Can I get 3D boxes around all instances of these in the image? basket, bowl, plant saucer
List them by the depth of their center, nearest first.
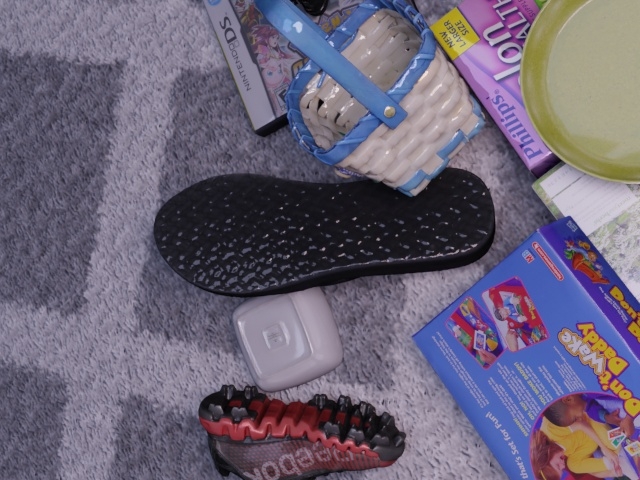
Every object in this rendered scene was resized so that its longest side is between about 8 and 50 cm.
[{"bbox_3d":[0.332,-0.177,0.839,0.240,0.037,0.241,-1,87,21],"label":"plant saucer"},{"bbox_3d":[0.034,-0.195,0.928,0.201,0.289,0.255,-43,29,12],"label":"basket"},{"bbox_3d":[-0.051,0.129,1.095,0.142,0.053,0.142,-25,79,18],"label":"bowl"}]

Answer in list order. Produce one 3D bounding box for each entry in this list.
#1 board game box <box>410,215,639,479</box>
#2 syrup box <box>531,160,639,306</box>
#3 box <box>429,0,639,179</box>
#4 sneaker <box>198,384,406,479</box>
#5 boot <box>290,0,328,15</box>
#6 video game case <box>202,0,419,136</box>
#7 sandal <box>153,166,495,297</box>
[{"bbox_3d":[0.286,0.182,0.891,0.347,0.078,0.233,56,133,15],"label":"board game box"},{"bbox_3d":[0.353,0.004,0.914,0.093,0.096,0.237,-39,75,18],"label":"syrup box"},{"bbox_3d":[0.292,-0.229,0.940,0.243,0.117,0.214,-36,75,17],"label":"box"},{"bbox_3d":[-0.026,0.274,1.056,0.275,0.097,0.135,4,105,12],"label":"sneaker"},{"bbox_3d":[-0.014,-0.357,1.043,0.045,0.099,0.121,11,91,20],"label":"boot"},{"bbox_3d":[-0.017,-0.315,1.114,0.274,0.035,0.248,-26,78,19],"label":"video game case"},{"bbox_3d":[0.001,0.002,1.049,0.445,0.107,0.168,-1,66,10],"label":"sandal"}]
